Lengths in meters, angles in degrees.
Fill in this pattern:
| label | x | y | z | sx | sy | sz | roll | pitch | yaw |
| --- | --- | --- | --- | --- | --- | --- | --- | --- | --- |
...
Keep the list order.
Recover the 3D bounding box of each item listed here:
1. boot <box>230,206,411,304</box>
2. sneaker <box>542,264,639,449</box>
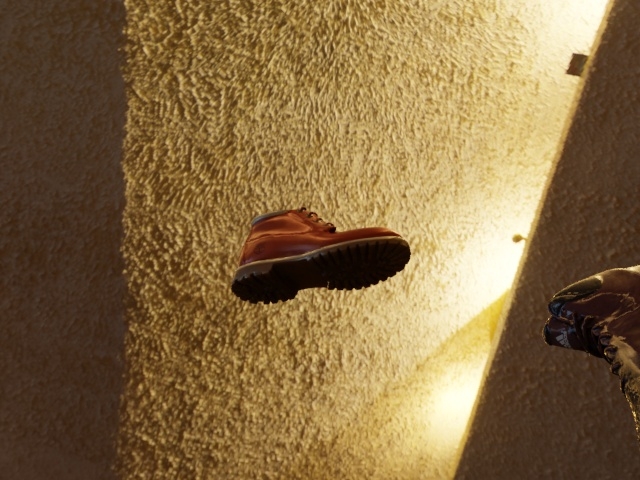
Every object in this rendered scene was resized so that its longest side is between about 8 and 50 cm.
| label | x | y | z | sx | sy | sz | roll | pitch | yaw |
| --- | --- | --- | --- | --- | --- | --- | --- | --- | --- |
| boot | 0.000 | 0.000 | 0.520 | 0.157 | 0.085 | 0.059 | -9 | -40 | 20 |
| sneaker | 0.327 | 0.134 | 0.677 | 0.162 | 0.281 | 0.106 | -10 | -59 | 36 |
